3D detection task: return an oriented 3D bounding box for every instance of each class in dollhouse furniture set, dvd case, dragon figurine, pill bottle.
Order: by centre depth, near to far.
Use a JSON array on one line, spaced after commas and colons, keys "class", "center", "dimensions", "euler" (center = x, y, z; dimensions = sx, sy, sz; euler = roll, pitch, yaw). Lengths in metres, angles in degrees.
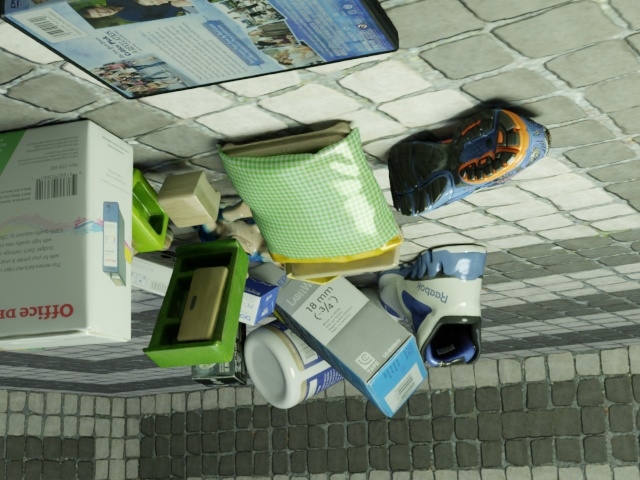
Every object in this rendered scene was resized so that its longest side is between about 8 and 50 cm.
[{"class": "dvd case", "center": [-0.085, -0.164, 0.731], "dimensions": [0.253, 0.022, 0.180], "euler": [-7, 166, 19]}, {"class": "dollhouse furniture set", "center": [-0.077, 0.014, 1.038], "dimensions": [0.302, 0.151, 0.197], "euler": [-8, 139, 23]}, {"class": "dragon figurine", "center": [-0.139, -0.002, 1.249], "dimensions": [0.144, 0.085, 0.289], "euler": [-10, 165, 28]}, {"class": "pill bottle", "center": [0.006, 0.187, 1.751], "dimensions": [0.265, 0.153, 0.153], "euler": [-22, 179, -33]}]

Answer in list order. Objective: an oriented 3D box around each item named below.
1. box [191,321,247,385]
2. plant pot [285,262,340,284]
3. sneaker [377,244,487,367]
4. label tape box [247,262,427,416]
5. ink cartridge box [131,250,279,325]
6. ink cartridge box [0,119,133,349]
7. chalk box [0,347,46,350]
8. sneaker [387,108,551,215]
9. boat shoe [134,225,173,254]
[{"class": "box", "center": [-0.181, 0.166, 1.726], "dimensions": [0.078, 0.180, 0.147], "euler": [-3, 166, 3]}, {"class": "plant pot", "center": [0.000, 0.000, 1.262], "dimensions": [0.081, 0.083, 0.081], "euler": [-30, 153, 31]}, {"class": "sneaker", "center": [0.184, 0.128, 1.615], "dimensions": [0.128, 0.182, 0.315], "euler": [3, 165, -15]}, {"class": "label tape box", "center": [0.004, 0.116, 1.528], "dimensions": [0.334, 0.106, 0.240], "euler": [39, 171, 23]}, {"class": "ink cartridge box", "center": [-0.173, 0.063, 1.394], "dimensions": [0.207, 0.046, 0.097], "euler": [17, -169, 12]}, {"class": "ink cartridge box", "center": [-0.278, 0.000, 0.974], "dimensions": [0.154, 0.212, 0.093], "euler": [-6, 166, 16]}, {"class": "chalk box", "center": [-0.440, 0.044, 1.250], "dimensions": [0.132, 0.132, 0.213], "euler": [-2, 151, 0]}, {"class": "sneaker", "center": [0.152, -0.075, 1.010], "dimensions": [0.087, 0.083, 0.221], "euler": [-2, 172, -36]}, {"class": "boat shoe", "center": [-0.266, 0.001, 1.268], "dimensions": [0.068, 0.072, 0.190], "euler": [-11, 164, 31]}]
